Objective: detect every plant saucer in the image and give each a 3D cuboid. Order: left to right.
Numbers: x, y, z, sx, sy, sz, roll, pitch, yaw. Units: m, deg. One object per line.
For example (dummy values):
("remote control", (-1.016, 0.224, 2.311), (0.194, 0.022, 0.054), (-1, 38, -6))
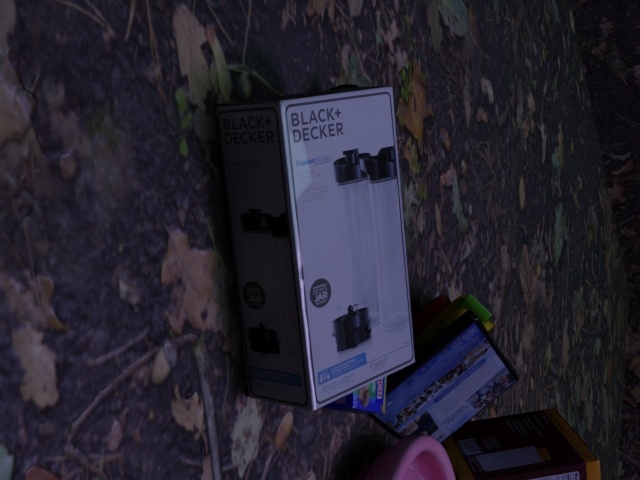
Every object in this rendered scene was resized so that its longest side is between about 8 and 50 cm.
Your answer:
("plant saucer", (0.092, 0.407, 1.197), (0.332, 0.084, 0.332), (-2, 90, -66))

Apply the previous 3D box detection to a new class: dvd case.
("dvd case", (0.169, 0.198, 1.303), (0.022, 0.180, 0.253), (51, 2, 35))

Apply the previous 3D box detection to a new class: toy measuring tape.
("toy measuring tape", (0.193, 0.150, 1.438), (0.330, 0.121, 0.121), (60, 33, -77))

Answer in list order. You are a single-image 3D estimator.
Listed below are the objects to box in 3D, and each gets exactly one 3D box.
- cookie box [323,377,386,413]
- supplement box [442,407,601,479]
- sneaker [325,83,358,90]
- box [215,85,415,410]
("cookie box", (0.044, 0.157, 1.149), (0.107, 0.040, 0.092), (28, 63, -63))
("supplement box", (0.283, 0.351, 1.407), (0.191, 0.194, 0.129), (-114, -164, -76))
("sneaker", (0.015, -0.096, 1.083), (0.075, 0.057, 0.161), (55, 45, -54))
("box", (0.000, 0.000, 0.950), (0.169, 0.087, 0.290), (-14, 103, -46))
